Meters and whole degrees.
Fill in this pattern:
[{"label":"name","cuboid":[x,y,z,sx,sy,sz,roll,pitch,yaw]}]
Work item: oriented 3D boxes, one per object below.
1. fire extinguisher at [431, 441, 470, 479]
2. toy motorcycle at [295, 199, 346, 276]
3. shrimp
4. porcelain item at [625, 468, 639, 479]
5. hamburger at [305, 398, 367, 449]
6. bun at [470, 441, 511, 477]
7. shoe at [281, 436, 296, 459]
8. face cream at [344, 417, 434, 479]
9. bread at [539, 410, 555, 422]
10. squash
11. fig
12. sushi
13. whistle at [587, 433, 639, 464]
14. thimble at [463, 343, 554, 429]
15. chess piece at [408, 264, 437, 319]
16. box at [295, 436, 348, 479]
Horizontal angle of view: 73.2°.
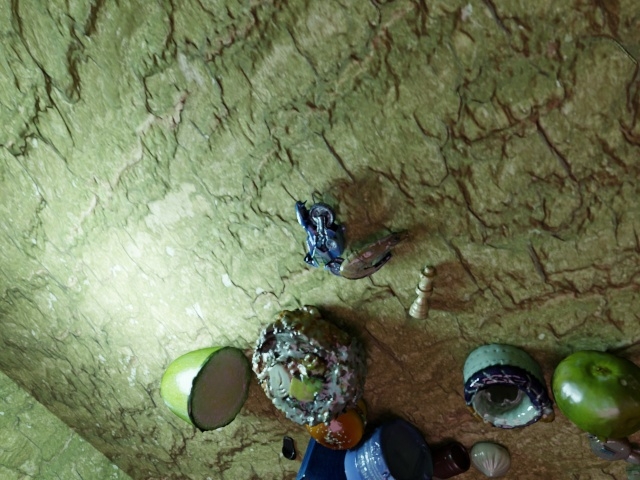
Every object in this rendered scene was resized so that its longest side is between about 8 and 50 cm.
[{"label":"fire extinguisher","cuboid":[0.411,0.875,1.614,0.138,0.102,0.344,54,127,16]},{"label":"toy motorcycle","cuboid":[0.000,0.000,1.212,0.135,0.092,0.254,-3,123,23]},{"label":"shrimp","cuboid":[0.155,0.044,1.193,0.223,0.047,0.126,-33,139,16]},{"label":"porcelain item","cuboid":[1.062,0.717,1.309,0.213,0.054,0.084,-32,109,34]},{"label":"hamburger","cuboid":[0.047,0.658,1.576,0.246,0.170,0.246,8,124,12]},{"label":"bun","cuboid":[0.592,0.780,1.503,0.138,0.094,0.138,11,128,14]},{"label":"shoe","cuboid":[-0.144,0.931,1.899,0.062,0.053,0.159,6,121,13]},{"label":"face cream","cuboid":[0.246,0.792,1.543,0.249,0.249,0.225,34,123,-3]},{"label":"bread","cuboid":[0.665,0.527,1.330,0.110,0.060,0.066,12,140,14]},{"label":"squash","cuboid":[-0.476,0.528,1.646,0.309,0.310,0.310,5,124,34]},{"label":"fig","cuboid":[0.723,0.434,1.150,0.233,0.233,0.314,15,130,10]},{"label":"sushi","cuboid":[-0.041,0.423,1.422,0.417,0.176,0.417,6,109,19]},{"label":"whistle","cuboid":[0.923,0.645,1.314,0.220,0.057,0.107,23,126,2]},{"label":"thimble","cuboid":[0.540,0.425,1.255,0.237,0.150,0.237,9,122,14]},{"label":"chess piece","cuboid":[0.293,0.143,1.222,0.060,0.060,0.172,12,122,13]},{"label":"box","cuboid":[0.075,0.867,1.643,0.279,0.261,0.116,29,126,0]}]
